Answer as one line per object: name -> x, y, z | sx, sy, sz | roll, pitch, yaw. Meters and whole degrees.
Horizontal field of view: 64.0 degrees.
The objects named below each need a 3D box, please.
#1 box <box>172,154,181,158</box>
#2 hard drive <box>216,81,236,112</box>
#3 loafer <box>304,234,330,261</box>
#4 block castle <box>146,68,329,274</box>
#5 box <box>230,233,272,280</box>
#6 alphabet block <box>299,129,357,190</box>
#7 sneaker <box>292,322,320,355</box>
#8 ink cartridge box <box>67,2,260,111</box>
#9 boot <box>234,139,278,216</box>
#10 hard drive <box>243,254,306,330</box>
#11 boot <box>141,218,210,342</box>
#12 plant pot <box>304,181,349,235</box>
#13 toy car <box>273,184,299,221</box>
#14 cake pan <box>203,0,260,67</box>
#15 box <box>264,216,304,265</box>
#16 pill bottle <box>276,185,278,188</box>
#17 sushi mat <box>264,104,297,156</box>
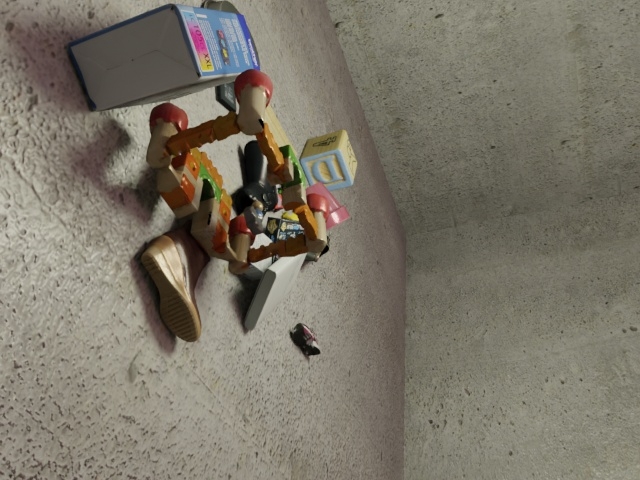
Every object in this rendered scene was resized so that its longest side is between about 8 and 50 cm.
box -> -0.333, -0.153, 1.333 | 0.178, 0.042, 0.109 | 44, 39, -58
hard drive -> -0.302, -0.490, 1.638 | 0.094, 0.022, 0.135 | 31, 51, -65
loafer -> -0.006, 0.040, 2.050 | 0.267, 0.084, 0.096 | -31, 141, -66
block castle -> -0.181, -0.149, 1.226 | 0.213, 0.302, 0.453 | -94, 163, -45
box -> -0.206, 0.039, 1.538 | 0.137, 0.072, 0.126 | 48, 37, -57
alphabet block -> 0.040, -0.348, 2.271 | 0.197, 0.193, 0.192 | -74, 149, -53
sneaker -> -0.054, 0.341, 1.832 | 0.178, 0.071, 0.077 | 70, 8, -46
ink cartridge box -> -0.319, -0.413, 1.173 | 0.395, 0.269, 0.151 | -50, 127, -67
boot -> -0.208, -0.181, 1.620 | 0.207, 0.094, 0.247 | -62, 143, -67
hard drive -> -0.129, 0.130, 1.588 | 0.203, 0.040, 0.307 | -66, 171, 20
boot -> -0.304, 0.088, 1.205 | 0.249, 0.090, 0.207 | 70, 23, -15
plant pot -> -0.012, -0.125, 2.033 | 0.180, 0.201, 0.201 | 61, 21, -4
toy car -> -0.127, -0.156, 1.900 | 0.239, 0.053, 0.225 | 55, 31, -50
cake pan -> -0.284, -0.659, 1.701 | 0.293, 0.054, 0.293 | -17, 90, -73
box -> -0.125, 0.014, 1.724 | 0.220, 0.051, 0.175 | 1, 101, -70
pill bottle -> -0.173, -0.216, 1.786 | 0.065, 0.065, 0.116 | 56, 28, -48
sushi mat -> -0.168, -0.409, 1.981 | 0.317, 0.019, 0.152 | 60, 28, -44
